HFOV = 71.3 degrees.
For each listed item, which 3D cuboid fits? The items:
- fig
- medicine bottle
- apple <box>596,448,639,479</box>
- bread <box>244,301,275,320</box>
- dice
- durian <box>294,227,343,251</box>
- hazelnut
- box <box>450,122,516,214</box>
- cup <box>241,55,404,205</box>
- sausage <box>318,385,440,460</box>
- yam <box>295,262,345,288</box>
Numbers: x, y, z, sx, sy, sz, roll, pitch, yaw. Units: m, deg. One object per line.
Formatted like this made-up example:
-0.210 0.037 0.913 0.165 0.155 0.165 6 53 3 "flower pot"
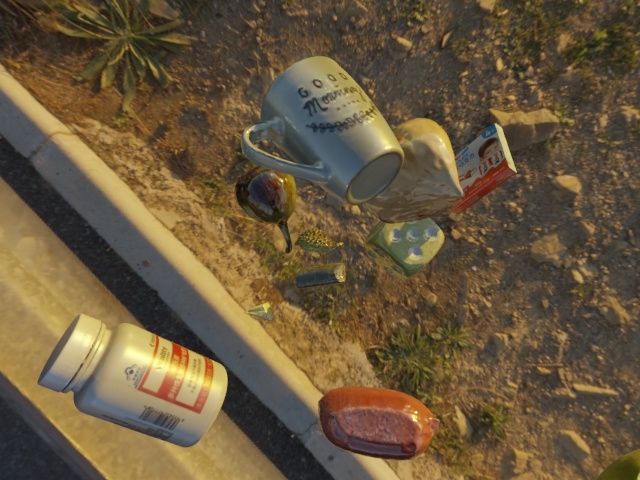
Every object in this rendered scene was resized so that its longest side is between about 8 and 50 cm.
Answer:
-0.109 -0.062 1.071 0.149 0.149 0.245 -20 117 5 "fig"
-0.160 0.121 0.392 0.140 0.079 0.079 34 98 -25 "medicine bottle"
0.410 0.332 0.455 0.226 0.246 0.246 20 98 10 "apple"
-0.260 0.312 1.861 0.109 0.084 0.080 -21 84 7 "bread"
0.326 0.004 1.778 0.233 0.238 0.227 42 78 1 "dice"
0.000 0.000 1.859 0.208 0.146 0.102 6 91 -15 "durian"
0.226 -0.155 1.046 0.261 0.261 0.241 -45 54 7 "hazelnut"
0.596 -0.273 1.704 0.048 0.265 0.273 25 135 -23 "box"
-0.003 -0.173 0.793 0.258 0.186 0.234 -24 63 -25 "cup"
0.117 0.381 0.933 0.255 0.148 0.148 1 97 8 "sausage"
0.001 0.067 0.848 0.094 0.043 0.043 -9 97 20 "yam"
